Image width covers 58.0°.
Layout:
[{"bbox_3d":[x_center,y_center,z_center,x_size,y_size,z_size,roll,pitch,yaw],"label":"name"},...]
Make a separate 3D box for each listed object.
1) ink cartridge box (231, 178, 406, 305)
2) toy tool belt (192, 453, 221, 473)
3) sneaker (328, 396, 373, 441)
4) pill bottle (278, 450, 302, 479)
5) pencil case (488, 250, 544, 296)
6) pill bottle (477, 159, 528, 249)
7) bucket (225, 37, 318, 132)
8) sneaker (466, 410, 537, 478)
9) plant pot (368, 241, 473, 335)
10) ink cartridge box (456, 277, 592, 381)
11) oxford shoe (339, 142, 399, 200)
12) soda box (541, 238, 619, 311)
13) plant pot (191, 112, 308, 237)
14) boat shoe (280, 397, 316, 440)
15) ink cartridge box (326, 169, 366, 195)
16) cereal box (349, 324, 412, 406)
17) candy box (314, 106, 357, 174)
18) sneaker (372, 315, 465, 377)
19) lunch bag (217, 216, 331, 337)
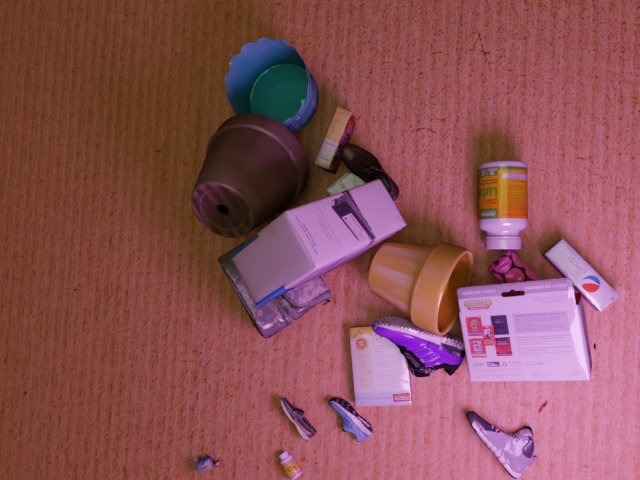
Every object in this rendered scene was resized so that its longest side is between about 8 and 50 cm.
[{"bbox_3d":[0.000,0.000,1.583,0.285,0.394,0.166,-35,81,44],"label":"ink cartridge box"},{"bbox_3d":[-0.368,0.715,1.861,0.083,0.052,0.051,-23,91,11],"label":"toy tool belt"},{"bbox_3d":[0.080,0.549,1.758,0.162,0.063,0.073,43,100,12],"label":"sneaker"},{"bbox_3d":[-0.097,0.701,1.801,0.043,0.043,0.083,-36,80,9],"label":"pill bottle"},{"bbox_3d":[0.584,0.121,1.644,0.209,0.095,0.098,43,132,10],"label":"pencil case"},{"bbox_3d":[0.519,-0.097,1.644,0.136,0.136,0.246,0,87,13],"label":"pill bottle"},{"bbox_3d":[-0.143,-0.464,1.796,0.280,0.183,0.282,-1,87,14],"label":"bucket"},{"bbox_3d":[0.530,0.552,1.648,0.132,0.086,0.229,-39,90,4],"label":"sneaker"},{"bbox_3d":[0.278,0.114,1.651,0.238,0.254,0.254,18,92,30],"label":"plant pot"},{"bbox_3d":[0.550,0.231,1.565,0.309,0.130,0.272,-8,96,29],"label":"ink cartridge box"},{"bbox_3d":[0.142,-0.211,1.697,0.227,0.096,0.083,43,97,13],"label":"oxford shoe"},{"bbox_3d":[0.726,0.097,1.618,0.069,0.074,0.216,-44,79,8],"label":"soda box"},{"bbox_3d":[-0.228,-0.161,1.683,0.322,0.280,0.323,12,132,14],"label":"plant pot"},{"bbox_3d":[-0.068,0.549,1.800,0.049,0.056,0.152,-36,90,4],"label":"boat shoe"},{"bbox_3d":[0.111,-0.161,1.782,0.150,0.063,0.109,-39,80,8],"label":"ink cartridge box"},{"bbox_3d":[0.183,0.377,1.748,0.172,0.047,0.241,-5,87,14],"label":"cereal box"},{"bbox_3d":[0.050,-0.305,1.780,0.053,0.109,0.187,25,94,13],"label":"candy box"},{"bbox_3d":[0.278,0.320,1.666,0.293,0.102,0.146,17,96,-7],"label":"sneaker"},{"bbox_3d":[-0.136,0.112,1.764,0.255,0.212,0.305,-30,83,-8],"label":"lunch bag"}]
